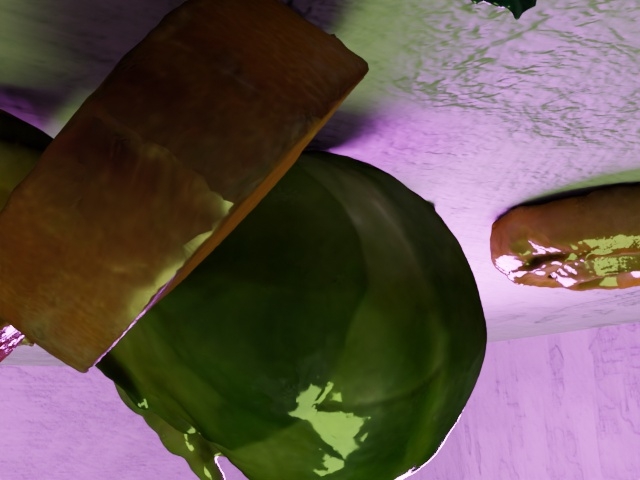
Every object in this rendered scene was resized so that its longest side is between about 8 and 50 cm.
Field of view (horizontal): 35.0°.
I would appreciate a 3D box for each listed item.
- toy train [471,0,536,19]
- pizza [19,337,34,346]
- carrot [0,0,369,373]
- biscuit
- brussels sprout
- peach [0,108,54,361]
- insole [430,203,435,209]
[{"bbox_3d":[0.059,-0.165,0.329,0.203,0.112,0.163,1,161,-26],"label":"toy train"},{"bbox_3d":[-0.341,0.017,0.975,0.147,0.069,0.226,7,-154,-22],"label":"pizza"},{"bbox_3d":[-0.097,-0.032,0.648,0.258,0.100,0.307,-45,-179,-35],"label":"carrot"},{"bbox_3d":[0.363,0.008,1.286,0.296,0.102,0.296,-1,169,0],"label":"biscuit"},{"bbox_3d":[-0.032,0.058,0.924,0.276,0.371,0.314,-44,160,-47],"label":"brussels sprout"},{"bbox_3d":[-0.373,0.020,0.764,0.380,0.242,0.306,-9,163,23],"label":"peach"},{"bbox_3d":[0.082,-0.009,1.331,0.111,0.007,0.328,-3,169,-10],"label":"insole"}]
